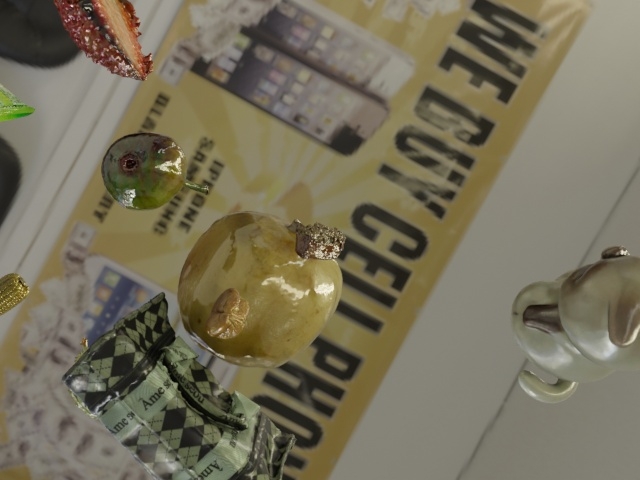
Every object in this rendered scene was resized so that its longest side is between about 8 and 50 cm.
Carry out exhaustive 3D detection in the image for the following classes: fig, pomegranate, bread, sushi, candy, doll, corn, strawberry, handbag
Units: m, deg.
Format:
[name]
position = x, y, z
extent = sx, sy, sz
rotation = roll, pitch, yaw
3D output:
[fig]
position = -0.279, -0.116, 1.793
extent = 0.149, 0.149, 0.245
rotation = -61, 159, 5
[pomegranate]
position = -0.122, 0.091, 1.997
extent = 0.332, 0.332, 0.332
rotation = -61, -177, 6
[bread]
position = -0.145, 0.116, 1.576
extent = 0.083, 0.046, 0.081
rotation = -58, -158, 7
[sushi]
position = 0.000, 0.000, 1.581
extent = 0.120, 0.052, 0.055
rotation = 0, 103, -53
[candy]
position = -0.559, -0.240, 1.671
extent = 0.102, 0.178, 0.032
rotation = -17, 131, -42
[doll]
position = 0.473, 0.132, 1.738
extent = 0.370, 0.215, 0.226
rotation = 126, -42, -65
[corn]
position = -0.795, 0.159, 2.392
extent = 0.231, 0.080, 0.080
rotation = -33, -178, -3
[strawberry]
position = -0.466, -0.437, 2.089
extent = 0.138, 0.233, 0.306
rotation = -29, -126, 14
[handbag]
position = -0.230, 0.296, 1.812
extent = 0.180, 0.416, 0.317
rotation = -41, -173, 16

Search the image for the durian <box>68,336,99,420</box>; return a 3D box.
[durian]
position = -0.496, 0.308, 2.267
extent = 0.146, 0.208, 0.102
rotation = -18, -164, 12
